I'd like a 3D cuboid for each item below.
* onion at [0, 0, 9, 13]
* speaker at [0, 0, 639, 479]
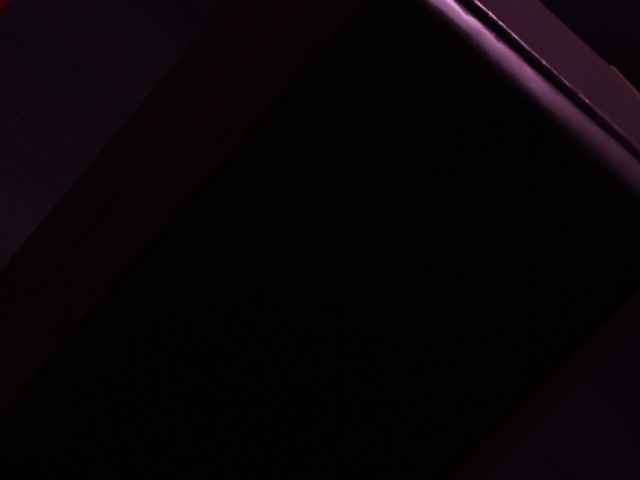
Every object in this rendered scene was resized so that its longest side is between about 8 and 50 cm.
[{"bbox_3d":[-0.223,-0.226,0.625,0.272,0.195,0.272,47,17,-19],"label":"onion"},{"bbox_3d":[0.000,0.000,0.489,0.153,0.231,0.192,39,16,-14],"label":"speaker"}]
